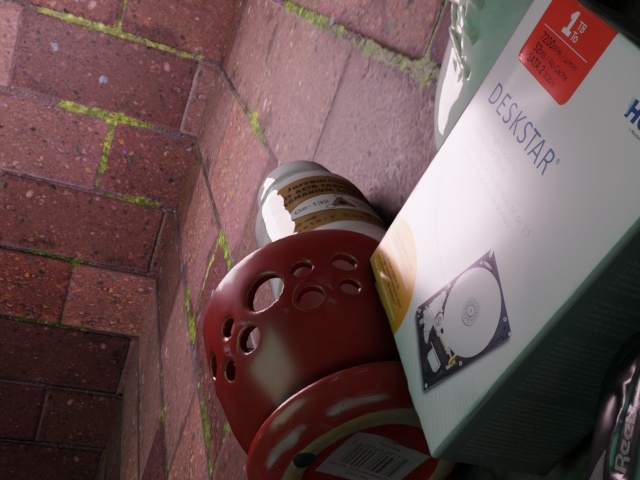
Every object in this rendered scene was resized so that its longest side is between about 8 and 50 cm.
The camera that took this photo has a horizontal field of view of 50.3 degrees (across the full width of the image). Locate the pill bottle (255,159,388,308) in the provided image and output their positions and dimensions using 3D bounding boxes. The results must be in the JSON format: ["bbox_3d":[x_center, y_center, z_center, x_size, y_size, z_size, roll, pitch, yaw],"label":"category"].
[{"bbox_3d":[0.000,0.000,0.718,0.229,0.131,0.131,-117,44,-61],"label":"pill bottle"}]

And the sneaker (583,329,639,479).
[{"bbox_3d":[0.171,0.048,0.282,0.124,0.107,0.283,-120,46,-70],"label":"sneaker"}]

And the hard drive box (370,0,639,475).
[{"bbox_3d":[0.136,-0.006,0.409,0.232,0.089,0.181,-60,26,30],"label":"hard drive box"}]

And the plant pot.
[{"bbox_3d":[0.011,0.115,0.539,0.191,0.191,0.174,-65,28,30],"label":"plant pot"}]

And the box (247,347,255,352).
[{"bbox_3d":[-0.080,0.194,0.924,0.083,0.052,0.062,-128,54,-63],"label":"box"}]

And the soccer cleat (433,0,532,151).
[{"bbox_3d":[0.128,-0.202,0.462,0.116,0.143,0.331,46,121,52],"label":"soccer cleat"}]
